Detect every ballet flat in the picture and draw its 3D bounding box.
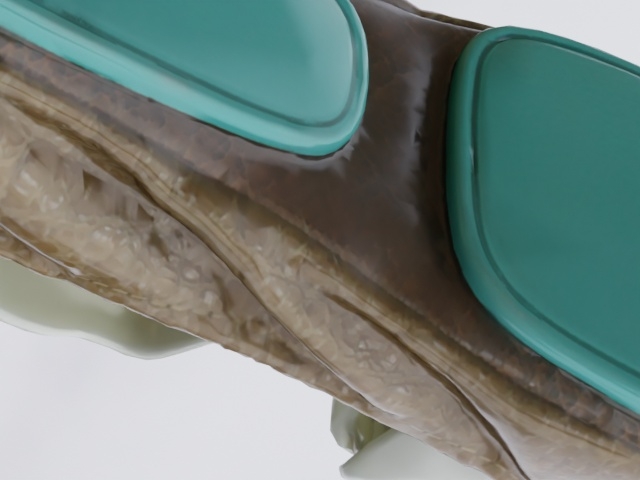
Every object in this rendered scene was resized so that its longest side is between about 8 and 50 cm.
[{"bbox_3d":[0.000,0.000,0.447,0.124,0.342,0.116,-46,-151,45],"label":"ballet flat"}]
